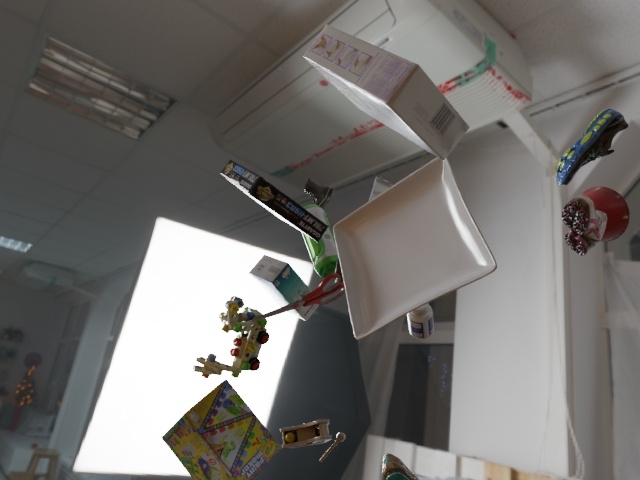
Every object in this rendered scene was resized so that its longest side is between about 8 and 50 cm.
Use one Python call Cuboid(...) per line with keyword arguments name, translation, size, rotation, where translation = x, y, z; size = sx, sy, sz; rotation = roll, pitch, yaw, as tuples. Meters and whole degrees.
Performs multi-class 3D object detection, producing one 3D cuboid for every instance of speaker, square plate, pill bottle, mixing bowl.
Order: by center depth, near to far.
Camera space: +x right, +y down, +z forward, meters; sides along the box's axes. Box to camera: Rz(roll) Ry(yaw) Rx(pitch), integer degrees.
Cuboid(name="square plate", translation=(0.195, 0.015, 1.087), size=(0.344, 0.348, 0.049), rotation=(-32, -45, 24))
Cuboid(name="mixing bowl", translation=(0.865, -0.075, 1.509), size=(0.098, 0.182, 0.181), rotation=(-14, -8, -26))
Cuboid(name="speaker", translation=(0.000, 0.000, 1.863), size=(0.131, 0.297, 0.131), rotation=(-14, -37, -11))
Cuboid(name="pill bottle", translation=(0.440, 0.337, 2.086), size=(0.111, 0.112, 0.187), rotation=(2, -48, 19))

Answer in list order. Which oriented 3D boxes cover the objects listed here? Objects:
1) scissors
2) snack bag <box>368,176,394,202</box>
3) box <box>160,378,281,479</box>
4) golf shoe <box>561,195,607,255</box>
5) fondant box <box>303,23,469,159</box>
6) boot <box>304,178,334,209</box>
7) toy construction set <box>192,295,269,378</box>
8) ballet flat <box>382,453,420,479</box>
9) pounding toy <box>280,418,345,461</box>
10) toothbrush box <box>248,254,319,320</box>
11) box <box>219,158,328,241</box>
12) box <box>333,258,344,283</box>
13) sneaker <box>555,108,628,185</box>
Cuboid(name="scissors", translation=(-0.053, 0.189, 1.377), size=(0.297, 0.021, 0.109), rotation=(-29, -41, -12))
Cuboid(name="snack bag", translation=(0.369, -0.121, 2.220), size=(0.322, 0.037, 0.343), rotation=(25, -34, 9))
Cuboid(name="box", translation=(-0.327, 0.651, 1.522), size=(0.279, 0.177, 0.290), rotation=(49, -46, 7))
Cuboid(name="golf shoe", translation=(0.582, -0.046, 1.035), size=(0.067, 0.086, 0.186), rotation=(51, 0, 41))
Cuboid(name="fondant box", translation=(0.139, -0.330, 1.043), size=(0.238, 0.096, 0.330), rotation=(27, 13, -46))
Cuboid(name="boot", translation=(-0.032, -0.197, 2.151), size=(0.136, 0.198, 0.077), rotation=(25, -50, 5))
Cuboid(name="toy construction set", translation=(-0.297, 0.355, 1.634), size=(0.215, 0.328, 0.151), rotation=(16, 19, -45))
Cuboid(name="ballet flat", translation=(0.329, 0.926, 1.805), size=(0.116, 0.124, 0.342), rotation=(-33, -65, 10))
Cuboid(name="pounding toy", translation=(-0.027, 0.842, 1.977), size=(0.269, 0.155, 0.154), rotation=(-9, -28, -2))
Cuboid(name="toothbrush box", translation=(-0.166, 0.222, 2.229), size=(0.216, 0.126, 0.296), rotation=(15, -30, 50))
Cuboid(name="box", translation=(-0.155, -0.131, 1.531), size=(0.293, 0.073, 0.295), rotation=(34, -1, -35))
Cuboid(name="box", translation=(0.205, 0.139, 1.668), size=(0.261, 0.103, 0.184), rotation=(7, -5, 36))
Cuboid(name="sneaker", translation=(0.596, -0.194, 1.042), size=(0.078, 0.067, 0.188), rotation=(27, -61, -9))
